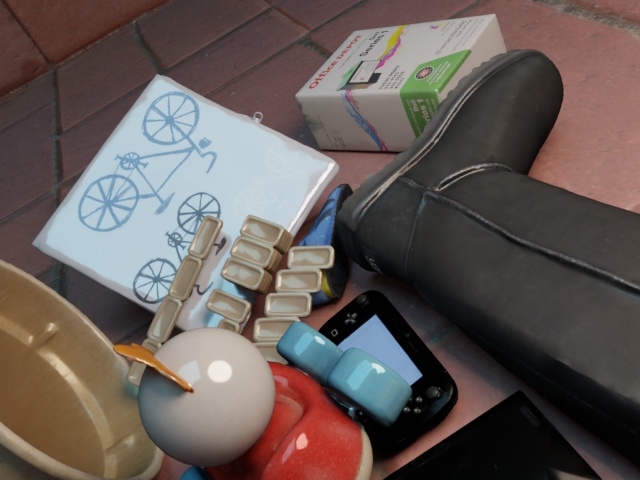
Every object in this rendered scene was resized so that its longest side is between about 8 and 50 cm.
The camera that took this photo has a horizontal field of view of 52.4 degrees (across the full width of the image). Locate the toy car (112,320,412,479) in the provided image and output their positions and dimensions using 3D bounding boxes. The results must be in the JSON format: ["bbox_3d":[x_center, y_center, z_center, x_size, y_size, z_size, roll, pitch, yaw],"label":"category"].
[{"bbox_3d":[-0.086,0.144,0.575,0.219,0.238,0.210,-53,28,-13],"label":"toy car"}]

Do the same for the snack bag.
[{"bbox_3d":[-0.181,-0.053,0.911,0.342,0.037,0.323,26,74,16],"label":"snack bag"}]

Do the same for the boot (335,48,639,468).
[{"bbox_3d":[0.268,-0.030,0.658,0.367,0.146,0.445,-46,35,-8],"label":"boot"}]

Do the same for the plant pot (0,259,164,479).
[{"bbox_3d":[-0.398,0.230,0.702,0.305,0.334,0.334,-43,36,1],"label":"plant pot"}]

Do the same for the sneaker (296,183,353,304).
[{"bbox_3d":[0.000,0.000,0.877,0.082,0.069,0.209,-13,39,27],"label":"sneaker"}]

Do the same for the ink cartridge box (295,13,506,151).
[{"bbox_3d":[0.129,-0.247,1.041,0.278,0.117,0.201,9,51,42],"label":"ink cartridge box"}]

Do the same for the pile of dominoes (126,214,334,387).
[{"bbox_3d":[-0.104,0.095,0.805,0.196,0.040,0.251,19,78,25],"label":"pile of dominoes"}]

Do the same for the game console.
[{"bbox_3d":[0.079,0.178,0.630,0.213,0.044,0.361,-32,35,-4],"label":"game console"}]
